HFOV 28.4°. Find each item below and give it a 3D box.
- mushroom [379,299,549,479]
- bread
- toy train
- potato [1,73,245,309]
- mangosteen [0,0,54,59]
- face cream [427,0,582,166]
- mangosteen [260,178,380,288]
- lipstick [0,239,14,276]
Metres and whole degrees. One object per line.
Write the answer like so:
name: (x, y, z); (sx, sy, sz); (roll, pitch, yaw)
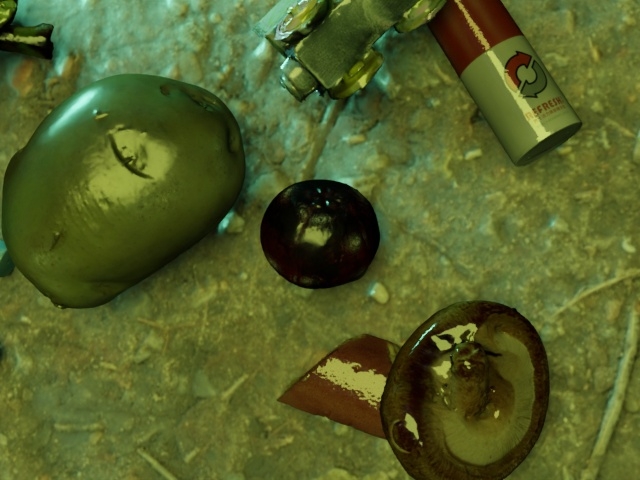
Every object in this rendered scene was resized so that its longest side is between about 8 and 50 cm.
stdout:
mushroom: (0.166, 0.184, 1.494); (0.231, 0.194, 0.138); (-50, 37, -18)
bread: (0.050, 0.176, 1.563); (0.192, 0.067, 0.119); (16, 88, 13)
toy train: (0.039, -0.287, 1.546); (0.261, 0.177, 0.134); (-44, 114, 4)
potato: (-0.254, -0.071, 1.578); (0.326, 0.221, 0.243); (-32, 88, 11)
mangosteen: (-0.489, -0.304, 1.657); (0.289, 0.231, 0.231); (19, 88, 5)
face cream: (0.223, -0.204, 1.552); (0.096, 0.096, 0.214); (-32, 78, 7)
mangosteen: (0.000, 0.000, 1.565); (0.152, 0.152, 0.152); (-1, 84, 12)
lipstick: (-0.488, 0.000, 1.710); (0.158, 0.048, 0.048); (21, 89, 14)
